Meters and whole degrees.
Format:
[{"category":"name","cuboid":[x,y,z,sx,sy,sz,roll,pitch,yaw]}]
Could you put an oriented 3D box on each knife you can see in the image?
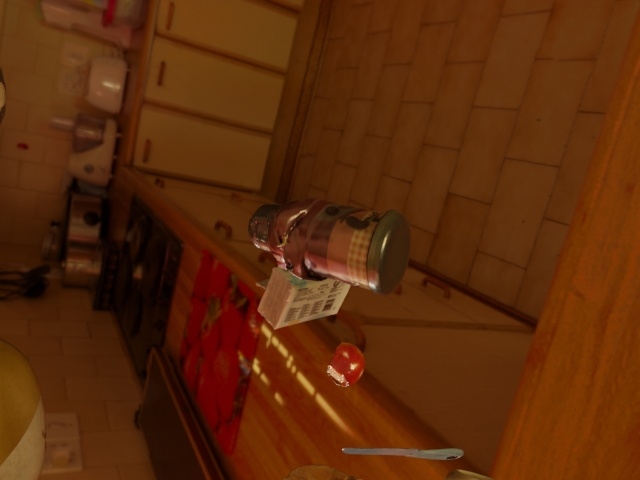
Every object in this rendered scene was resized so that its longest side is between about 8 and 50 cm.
[{"category":"knife","cuboid":[0.150,0.361,0.884,0.044,0.313,0.019,-37,49,39]}]

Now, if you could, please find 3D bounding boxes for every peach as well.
[{"category":"peach","cuboid":[0.085,0.392,1.653,0.118,0.151,0.151,-12,72,45]}]

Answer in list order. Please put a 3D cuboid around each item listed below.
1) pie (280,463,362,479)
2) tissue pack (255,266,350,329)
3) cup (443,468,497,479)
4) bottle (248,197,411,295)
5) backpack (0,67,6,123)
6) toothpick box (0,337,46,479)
[{"category":"pie","cuboid":[0.004,0.620,1.149,0.339,0.340,0.083,25,112,58]},{"category":"tissue pack","cuboid":[-0.051,0.123,1.413,0.145,0.229,0.159,43,125,34]},{"category":"cup","cuboid":[0.350,0.644,1.188,0.255,0.173,0.202,57,-133,-69]},{"category":"bottle","cuboid":[0.000,0.000,0.845,0.271,0.156,0.143,12,63,29]},{"category":"backpack","cuboid":[-0.474,-0.128,0.602,0.229,0.139,0.229,-44,27,30]},{"category":"toothpick box","cuboid":[-0.830,0.405,1.123,0.409,0.409,0.425,-4,91,59]}]
